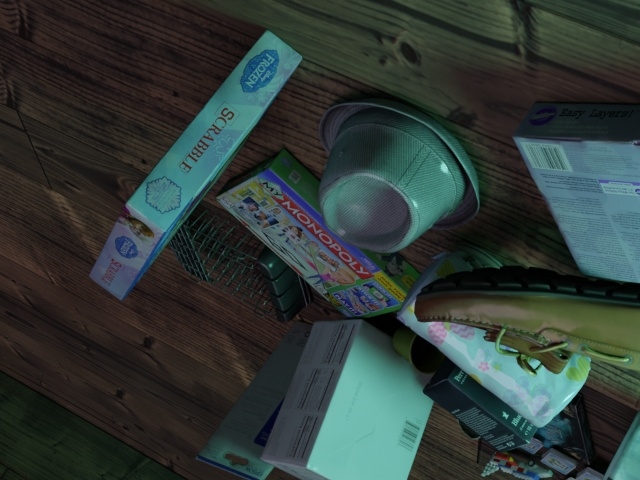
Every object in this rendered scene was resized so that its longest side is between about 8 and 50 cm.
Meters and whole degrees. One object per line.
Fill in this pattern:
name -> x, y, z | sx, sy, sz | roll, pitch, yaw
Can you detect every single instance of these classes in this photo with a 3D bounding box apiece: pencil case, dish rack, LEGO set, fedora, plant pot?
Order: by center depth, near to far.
fedora -> 0.080, -0.066, 1.595 | 0.243, 0.124, 0.275 | 43, 153, -13
pencil case -> 0.240, 0.136, 1.658 | 0.273, 0.124, 0.113 | 37, -166, 3
plant pot -> 0.159, 0.172, 1.966 | 0.083, 0.083, 0.079 | 49, 163, -25
LEGO set -> 0.389, 0.414, 2.087 | 0.182, 0.060, 0.244 | 28, 161, 6
dish rack -> -0.156, 0.033, 2.112 | 0.271, 0.074, 0.208 | 24, 151, 26

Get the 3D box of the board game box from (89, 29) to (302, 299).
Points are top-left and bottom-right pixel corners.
board game box -> -0.176, -0.094, 1.635 | 0.066, 0.318, 0.318 | 37, 155, -4

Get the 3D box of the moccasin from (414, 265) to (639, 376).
moccasin -> 0.305, 0.115, 1.518 | 0.380, 0.139, 0.147 | 6, 103, 13

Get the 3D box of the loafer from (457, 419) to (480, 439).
loafer -> 0.242, 0.253, 1.956 | 0.094, 0.087, 0.251 | 48, 158, 33

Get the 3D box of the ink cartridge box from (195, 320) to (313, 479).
ink cartridge box -> -0.063, 0.297, 2.139 | 0.165, 0.333, 0.065 | 14, 144, 39

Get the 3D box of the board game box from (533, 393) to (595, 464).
board game box -> 0.376, 0.289, 1.950 | 0.126, 0.026, 0.186 | 18, 149, 33

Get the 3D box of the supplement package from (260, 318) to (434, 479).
supplement package -> 0.057, 0.294, 2.029 | 0.204, 0.262, 0.145 | 33, 159, -29

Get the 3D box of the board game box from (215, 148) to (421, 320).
board game box -> 0.000, 0.000, 1.894 | 0.317, 0.046, 0.213 | 42, 154, -14

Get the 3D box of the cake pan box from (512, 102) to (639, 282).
cake pan box -> 0.370, -0.045, 1.350 | 0.267, 0.070, 0.246 | 6, 140, 45

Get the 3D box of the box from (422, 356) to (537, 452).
box -> 0.266, 0.205, 1.790 | 0.158, 0.156, 0.093 | 38, 153, -4

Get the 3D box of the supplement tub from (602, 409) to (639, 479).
supplement tub -> 0.562, 0.388, 1.702 | 0.316, 0.193, 0.193 | 27, 153, 17

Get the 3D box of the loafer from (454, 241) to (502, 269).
loafer -> 0.240, 0.051, 1.695 | 0.125, 0.039, 0.045 | 35, 156, 0
